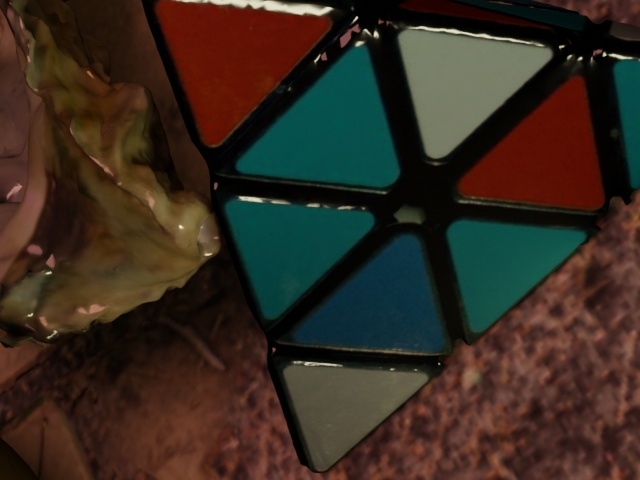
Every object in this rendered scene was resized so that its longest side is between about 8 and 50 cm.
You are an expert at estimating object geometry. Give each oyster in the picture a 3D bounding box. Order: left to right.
[{"bbox_3d":[-0.135,-0.064,0.873,0.351,0.115,0.238,-136,53,-59],"label":"oyster"}]

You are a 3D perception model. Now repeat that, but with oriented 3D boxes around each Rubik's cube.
[{"bbox_3d":[0.000,0.000,0.780,0.284,0.250,0.234,20,106,32],"label":"Rubik's cube"}]

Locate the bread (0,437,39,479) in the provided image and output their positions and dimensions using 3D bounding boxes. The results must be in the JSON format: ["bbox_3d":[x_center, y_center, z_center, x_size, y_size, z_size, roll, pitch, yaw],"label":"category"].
[{"bbox_3d":[-0.276,0.166,0.773,0.253,0.376,0.348,-49,53,11],"label":"bread"}]
